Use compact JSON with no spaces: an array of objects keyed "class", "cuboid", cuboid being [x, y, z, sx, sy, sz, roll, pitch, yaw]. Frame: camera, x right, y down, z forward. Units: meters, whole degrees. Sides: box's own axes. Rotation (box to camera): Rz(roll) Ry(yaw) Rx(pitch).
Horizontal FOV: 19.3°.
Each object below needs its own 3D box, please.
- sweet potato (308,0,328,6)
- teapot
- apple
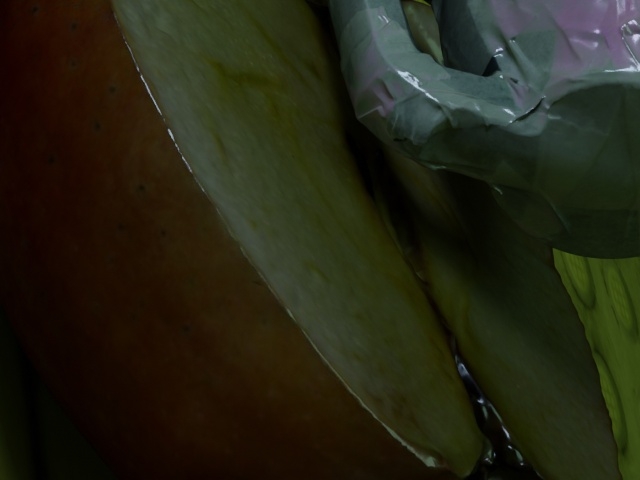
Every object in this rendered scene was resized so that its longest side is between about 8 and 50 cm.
[{"class":"sweet potato","cuboid":[-0.007,-0.196,1.369,0.341,0.092,0.114,44,10,-51]},{"class":"teapot","cuboid":[0.122,-0.096,0.915,0.222,0.163,0.178,35,36,-26]},{"class":"apple","cuboid":[0.000,0.000,0.912,0.295,0.329,0.365,106,-31,-55]}]
